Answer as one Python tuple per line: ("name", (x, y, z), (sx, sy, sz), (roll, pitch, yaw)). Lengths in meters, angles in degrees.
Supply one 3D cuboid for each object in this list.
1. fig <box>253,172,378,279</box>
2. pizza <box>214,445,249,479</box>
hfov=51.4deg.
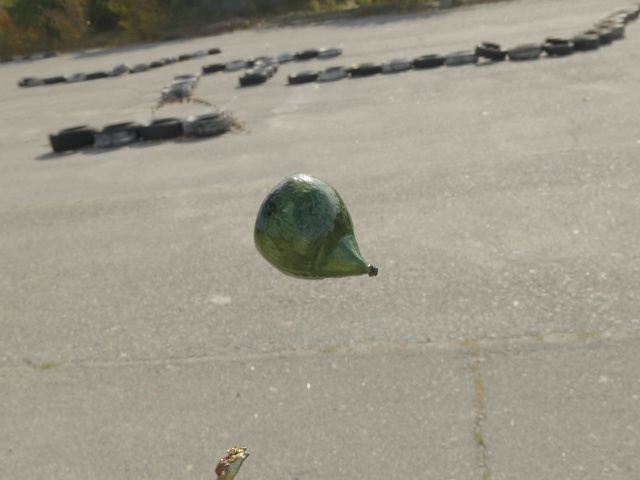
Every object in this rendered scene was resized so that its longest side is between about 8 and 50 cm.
("fig", (0.000, 0.000, 1.263), (0.235, 0.203, 0.203), (35, 42, 31))
("pizza", (-0.113, 0.276, 0.825), (0.025, 0.078, 0.083), (32, 33, -4))
